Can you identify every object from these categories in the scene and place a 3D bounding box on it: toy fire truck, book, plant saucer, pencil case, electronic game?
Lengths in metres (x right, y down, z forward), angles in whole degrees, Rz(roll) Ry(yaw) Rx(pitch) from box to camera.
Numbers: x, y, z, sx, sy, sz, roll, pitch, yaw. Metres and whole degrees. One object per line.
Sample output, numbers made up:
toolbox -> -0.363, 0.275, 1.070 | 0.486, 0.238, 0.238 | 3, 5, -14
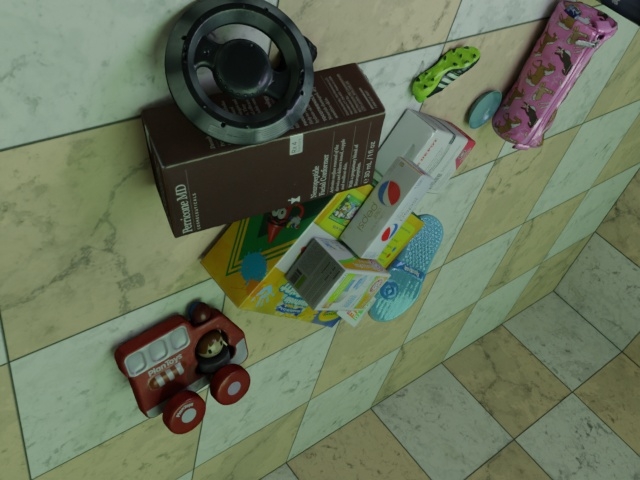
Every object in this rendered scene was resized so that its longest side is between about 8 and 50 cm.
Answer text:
toy fire truck -> -0.308, 0.277, 1.571 | 0.302, 0.169, 0.254 | -29, 131, -28
book -> 0.084, 0.156, 1.686 | 0.096, 0.035, 0.144 | -48, 152, -2
plant saucer -> 0.432, -0.352, 1.796 | 0.119, 0.021, 0.119 | -33, 151, -21
pencil case -> 0.596, -0.423, 1.754 | 0.167, 0.160, 0.386 | -39, 159, -49
electronic game -> -0.119, -0.258, 1.018 | 0.229, 0.229, 0.048 | -34, -170, -18

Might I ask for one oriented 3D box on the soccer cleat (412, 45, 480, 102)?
soccer cleat -> 0.283, -0.379, 1.531 | 0.179, 0.060, 0.072 | -34, 161, -5

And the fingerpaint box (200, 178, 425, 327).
fingerpaint box -> 0.000, 0.000, 1.563 | 0.371, 0.163, 0.445 | -50, 152, 10

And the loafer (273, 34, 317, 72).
loafer -> -0.061, -0.281, 1.201 | 0.170, 0.062, 0.061 | -50, 157, 16

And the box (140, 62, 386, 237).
box -> -0.093, -0.156, 1.151 | 0.381, 0.143, 0.191 | -16, 147, -14

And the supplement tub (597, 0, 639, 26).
supplement tub -> 0.804, -0.624, 1.635 | 0.191, 0.272, 0.191 | -32, 150, -21

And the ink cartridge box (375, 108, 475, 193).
ink cartridge box -> 0.256, -0.215, 1.668 | 0.237, 0.100, 0.172 | 1, 130, -55

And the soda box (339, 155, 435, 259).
soda box -> 0.138, -0.065, 1.404 | 0.216, 0.074, 0.069 | -54, 151, 17

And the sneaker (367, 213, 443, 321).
sneaker -> 0.204, 0.070, 1.867 | 0.127, 0.208, 0.319 | 34, 84, -18

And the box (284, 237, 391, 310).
box -> 0.041, 0.076, 1.431 | 0.114, 0.103, 0.203 | -52, 151, 16
